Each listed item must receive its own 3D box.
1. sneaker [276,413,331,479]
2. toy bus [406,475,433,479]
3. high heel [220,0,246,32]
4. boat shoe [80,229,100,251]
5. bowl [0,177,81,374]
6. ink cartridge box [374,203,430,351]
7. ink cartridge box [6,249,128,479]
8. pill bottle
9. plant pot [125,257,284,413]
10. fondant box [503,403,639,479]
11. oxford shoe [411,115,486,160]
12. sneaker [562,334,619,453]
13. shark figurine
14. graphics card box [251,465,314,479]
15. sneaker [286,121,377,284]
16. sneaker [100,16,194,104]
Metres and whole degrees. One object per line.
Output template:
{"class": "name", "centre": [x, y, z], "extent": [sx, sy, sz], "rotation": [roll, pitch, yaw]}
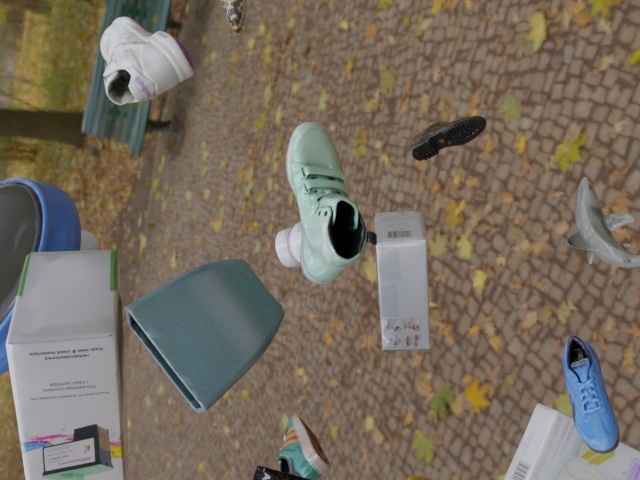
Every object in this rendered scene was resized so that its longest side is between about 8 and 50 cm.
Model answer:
{"class": "sneaker", "centre": [-0.064, 0.546, 1.917], "extent": [0.121, 0.108, 0.302], "rotation": [-39, 10, -4]}
{"class": "toy bus", "centre": [0.278, 0.729, 2.015], "extent": [0.202, 0.191, 0.104], "rotation": [27, 109, 39]}
{"class": "high heel", "centre": [-0.235, -0.492, 1.353], "extent": [0.093, 0.186, 0.261], "rotation": [130, 131, -73]}
{"class": "boat shoe", "centre": [-0.643, 0.007, 1.661], "extent": [0.102, 0.301, 0.108], "rotation": [111, 170, -51]}
{"class": "bowl", "centre": [-0.609, 0.061, 1.384], "extent": [0.391, 0.077, 0.391], "rotation": [-17, 58, 30]}
{"class": "ink cartridge box", "centre": [0.214, 0.090, 1.937], "extent": [0.272, 0.130, 0.309], "rotation": [-78, -16, -68]}
{"class": "ink cartridge box", "centre": [-0.301, 0.180, 0.915], "extent": [0.201, 0.117, 0.278], "rotation": [-117, 28, -59]}
{"class": "pill bottle", "centre": [0.000, 0.000, 2.504], "extent": [0.283, 0.160, 0.160], "rotation": [-13, 68, 28]}
{"class": "plant pot", "centre": [-0.220, 0.174, 1.512], "extent": [0.247, 0.252, 0.248], "rotation": [51, 161, 3]}
{"class": "fondant box", "centre": [0.536, 0.501, 1.451], "extent": [0.238, 0.330, 0.096], "rotation": [-64, 7, -8]}
{"class": "oxford shoe", "centre": [0.366, -0.318, 2.144], "extent": [0.227, 0.083, 0.096], "rotation": [-19, 42, 17]}
{"class": "sneaker", "centre": [0.454, 0.258, 1.267], "extent": [0.069, 0.082, 0.209], "rotation": [-18, 44, 20]}
{"class": "shark figurine", "centre": [0.532, 0.004, 1.394], "extent": [0.278, 0.116, 0.166], "rotation": [-122, 36, -60]}
{"class": "graphics card box", "centre": [0.045, 0.554, 1.451], "extent": [0.233, 0.371, 0.094], "rotation": [89, -163, -60]}
{"class": "sneaker", "centre": [0.019, -0.073, 1.093], "extent": [0.151, 0.094, 0.255], "rotation": [146, 120, -65]}
{"class": "sneaker", "centre": [-0.362, -0.330, 1.375], "extent": [0.152, 0.114, 0.305], "rotation": [-42, 37, -17]}
